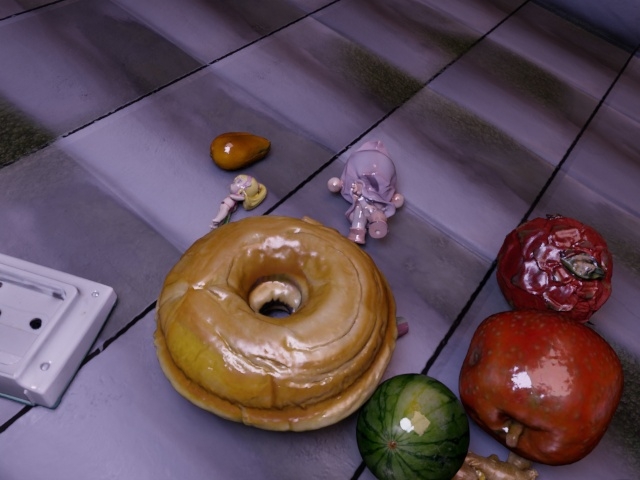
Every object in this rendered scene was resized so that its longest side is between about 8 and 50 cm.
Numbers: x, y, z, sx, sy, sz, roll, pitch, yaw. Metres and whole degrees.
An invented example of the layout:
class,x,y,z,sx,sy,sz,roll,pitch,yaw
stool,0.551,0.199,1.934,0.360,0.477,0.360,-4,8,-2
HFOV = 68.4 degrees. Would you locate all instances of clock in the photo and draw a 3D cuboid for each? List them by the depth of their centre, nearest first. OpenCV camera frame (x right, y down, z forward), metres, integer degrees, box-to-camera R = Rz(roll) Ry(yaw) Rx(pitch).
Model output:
class,x,y,z,sx,sy,sz,roll,pitch,yaw
clock,-0.533,0.137,0.816,0.262,0.116,0.231,18,52,-1

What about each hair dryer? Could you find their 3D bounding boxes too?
class,x,y,z,sx,sy,sz,roll,pitch,yaw
hair dryer,0.106,0.150,1.002,0.106,0.054,0.154,-15,55,-28

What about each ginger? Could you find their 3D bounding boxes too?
class,x,y,z,sx,sy,sz,roll,pitch,yaw
ginger,0.288,0.425,0.840,0.176,0.053,0.193,34,55,5

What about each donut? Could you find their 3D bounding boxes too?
class,x,y,z,sx,sy,sz,roll,pitch,yaw
donut,-0.076,0.128,0.862,0.448,0.198,0.449,3,48,-3

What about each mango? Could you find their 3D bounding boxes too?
class,x,y,z,sx,sy,sz,roll,pitch,yaw
mango,-0.205,-0.225,1.179,0.105,0.084,0.159,36,33,32

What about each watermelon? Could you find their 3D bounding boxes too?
class,x,y,z,sx,sy,sz,roll,pitch,yaw
watermelon,0.162,0.325,0.808,0.214,0.188,0.188,14,38,-57

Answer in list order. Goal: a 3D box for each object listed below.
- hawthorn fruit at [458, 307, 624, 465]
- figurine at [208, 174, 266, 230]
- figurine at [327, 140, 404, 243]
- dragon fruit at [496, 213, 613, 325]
class,x,y,z,sx,sy,sz,roll,pitch,yaw
hawthorn fruit,0.387,0.263,0.852,0.275,0.275,0.299,37,46,14
figurine,-0.193,-0.086,1.088,0.083,0.083,0.187,25,47,6
figurine,0.118,-0.117,1.142,0.200,0.133,0.276,12,54,-9
dragon fruit,0.518,0.062,1.048,0.244,0.245,0.299,20,28,1
